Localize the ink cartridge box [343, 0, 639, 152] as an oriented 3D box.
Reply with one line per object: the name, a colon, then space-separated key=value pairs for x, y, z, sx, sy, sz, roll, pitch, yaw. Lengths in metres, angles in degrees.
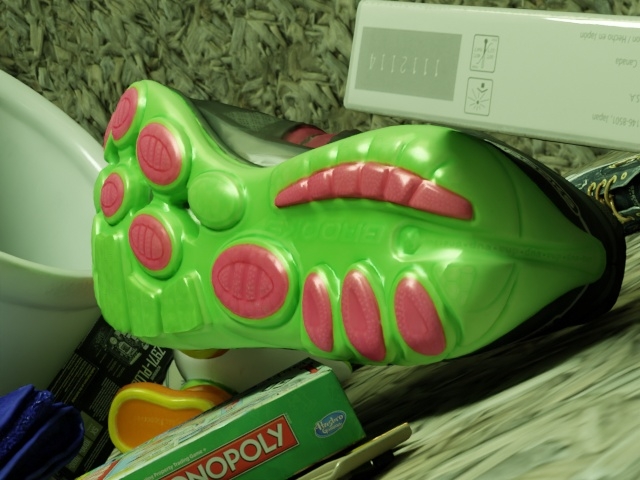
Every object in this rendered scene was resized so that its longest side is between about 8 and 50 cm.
ink cartridge box: x=0.204 y=-0.070 z=0.823 sx=0.261 sy=0.066 sz=0.296 roll=3 pitch=7 yaw=-39

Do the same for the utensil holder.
utensil holder: x=-0.380 y=0.066 z=1.392 sx=0.385 sy=0.327 sz=0.327 roll=-53 pitch=-9 yaw=20

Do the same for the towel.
towel: x=-0.334 y=0.211 z=1.169 sx=0.308 sy=0.076 sz=0.227 roll=-27 pitch=8 yaw=16

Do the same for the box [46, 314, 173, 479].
box: x=-0.256 y=0.140 z=1.633 sx=0.077 sy=0.147 sz=0.180 roll=-27 pitch=28 yaw=56

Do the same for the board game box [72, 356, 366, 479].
board game box: x=-0.084 y=0.144 z=1.040 sx=0.213 sy=0.046 sz=0.317 roll=-26 pitch=-1 yaw=-4

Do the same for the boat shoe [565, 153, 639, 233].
boat shoe: x=0.250 y=-0.037 z=1.374 sx=0.183 sy=0.065 sz=0.083 roll=-26 pitch=-1 yaw=22

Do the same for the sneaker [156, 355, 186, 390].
sneaker: x=-0.123 y=0.133 z=1.747 sx=0.129 sy=0.111 sz=0.297 roll=-33 pitch=-1 yaw=1

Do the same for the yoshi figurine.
yoshi figurine: x=-0.083 y=0.068 z=1.419 sx=0.203 sy=0.203 sz=0.362 roll=-34 pitch=-5 yaw=22

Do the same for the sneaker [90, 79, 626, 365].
sneaker: x=0.000 y=0.000 z=1.096 sx=0.202 sy=0.185 sz=0.482 roll=8 pitch=5 yaw=-39

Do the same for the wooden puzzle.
wooden puzzle: x=0.007 y=0.121 z=0.843 sx=0.116 sy=0.014 sz=0.078 roll=-21 pitch=-9 yaw=-44
